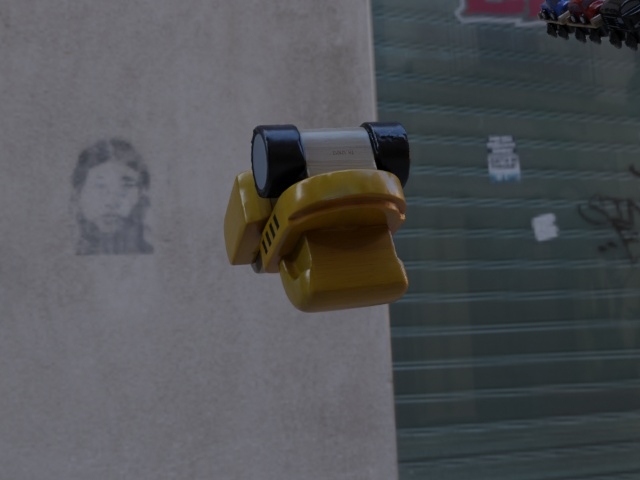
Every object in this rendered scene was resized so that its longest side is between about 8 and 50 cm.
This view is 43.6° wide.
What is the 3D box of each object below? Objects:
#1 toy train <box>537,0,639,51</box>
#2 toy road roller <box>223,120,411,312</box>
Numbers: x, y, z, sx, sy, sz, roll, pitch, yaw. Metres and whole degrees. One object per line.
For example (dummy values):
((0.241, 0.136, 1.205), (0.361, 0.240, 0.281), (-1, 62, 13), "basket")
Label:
((0.200, -0.167, 0.594), (0.027, 0.036, 0.158), (-32, 20, 2), "toy train")
((0.000, 0.000, 1.085), (0.202, 0.241, 0.329), (-4, -24, -18), "toy road roller")
